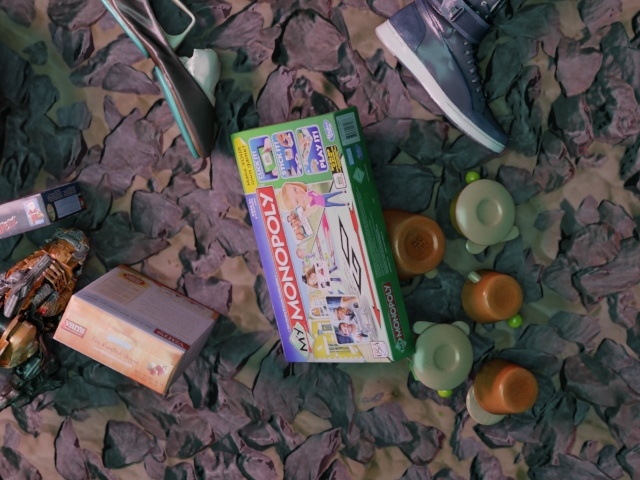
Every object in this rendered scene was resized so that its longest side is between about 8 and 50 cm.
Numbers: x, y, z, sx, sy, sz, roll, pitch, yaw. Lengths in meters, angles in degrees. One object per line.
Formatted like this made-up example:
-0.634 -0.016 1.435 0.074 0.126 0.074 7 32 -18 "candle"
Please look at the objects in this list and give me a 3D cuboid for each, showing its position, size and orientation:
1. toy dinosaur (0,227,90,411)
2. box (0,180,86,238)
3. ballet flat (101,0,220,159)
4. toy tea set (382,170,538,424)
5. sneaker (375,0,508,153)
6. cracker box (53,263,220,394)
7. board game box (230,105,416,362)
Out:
-0.421 0.118 1.794 0.322 0.218 0.164 -32 75 -30 "toy dinosaur"
-0.445 -0.020 1.813 0.233 0.159 0.044 -16 97 9 "box"
-0.192 -0.245 1.786 0.096 0.095 0.280 -31 94 -2 "ballet flat"
0.169 0.086 1.800 0.200 0.124 0.336 -13 94 -21 "toy tea set"
0.201 -0.235 1.741 0.163 0.086 0.226 -40 91 13 "sneaker"
-0.232 0.110 1.770 0.155 0.232 0.067 27 100 3 "cracker box"
0.000 0.000 1.757 0.213 0.046 0.317 -7 100 49 "board game box"
